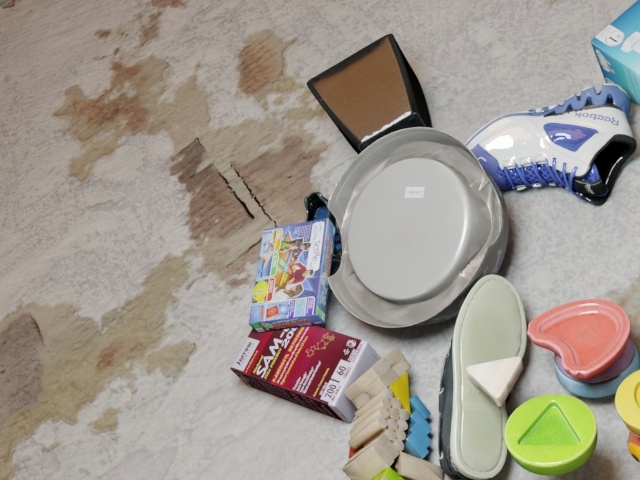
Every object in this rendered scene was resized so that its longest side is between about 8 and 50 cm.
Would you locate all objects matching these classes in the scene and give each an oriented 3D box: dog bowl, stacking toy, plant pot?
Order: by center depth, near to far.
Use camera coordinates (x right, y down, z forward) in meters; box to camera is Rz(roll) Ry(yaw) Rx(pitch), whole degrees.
[{"bbox_3d":[0.392,0.249,1.796,0.279,0.130,0.309,-25,37,-4],"label":"stacking toy"},{"bbox_3d":[0.167,-0.014,2.077,0.348,0.102,0.349,-12,70,35],"label":"dog bowl"},{"bbox_3d":[0.113,-0.245,2.297,0.187,0.188,0.167,-30,59,8],"label":"plant pot"}]

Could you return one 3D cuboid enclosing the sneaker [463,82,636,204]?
[{"bbox_3d":[0.403,-0.139,2.078,0.315,0.127,0.182,-23,47,12],"label":"sneaker"}]

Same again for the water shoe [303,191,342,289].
[{"bbox_3d":[0.000,0.000,2.241,0.073,0.080,0.203,-23,49,14],"label":"water shoe"}]

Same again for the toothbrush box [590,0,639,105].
[{"bbox_3d":[0.647,-0.308,2.061,0.216,0.126,0.295,-41,47,-3],"label":"toothbrush box"}]

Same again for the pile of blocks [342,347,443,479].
[{"bbox_3d":[0.103,0.349,1.923,0.112,0.149,0.362,-43,29,41],"label":"pile of blocks"}]

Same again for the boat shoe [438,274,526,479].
[{"bbox_3d":[0.246,0.222,1.921,0.113,0.127,0.340,132,147,-60],"label":"boat shoe"}]

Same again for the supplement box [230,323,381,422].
[{"bbox_3d":[-0.026,0.216,2.105,0.239,0.073,0.130,13,66,37],"label":"supplement box"}]

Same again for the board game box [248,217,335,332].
[{"bbox_3d":[-0.049,0.061,2.156,0.136,0.035,0.201,-9,54,25],"label":"board game box"}]
